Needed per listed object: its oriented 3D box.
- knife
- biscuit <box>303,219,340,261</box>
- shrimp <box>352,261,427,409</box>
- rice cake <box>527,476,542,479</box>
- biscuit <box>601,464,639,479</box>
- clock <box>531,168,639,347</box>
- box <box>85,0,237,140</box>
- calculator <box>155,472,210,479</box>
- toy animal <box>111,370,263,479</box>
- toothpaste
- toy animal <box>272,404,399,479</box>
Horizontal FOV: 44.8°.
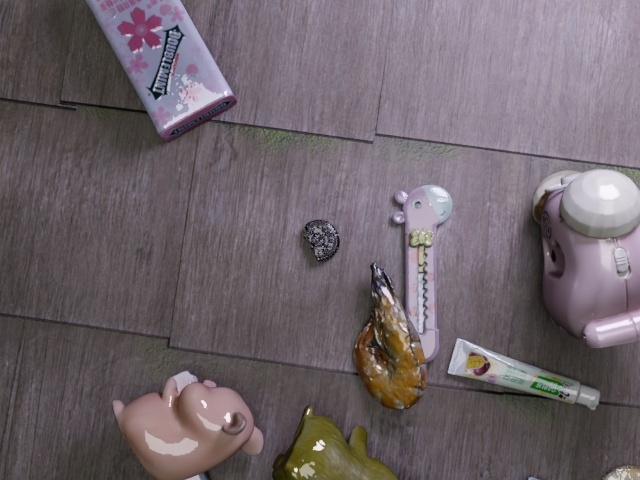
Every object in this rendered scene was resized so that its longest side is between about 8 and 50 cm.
[{"bbox_3d":[0.220,0.077,1.680,0.132,0.038,0.398,1,87,5],"label":"knife"},{"bbox_3d":[0.000,0.000,1.697,0.087,0.027,0.089,18,88,2],"label":"biscuit"},{"bbox_3d":[0.131,0.206,1.654,0.164,0.062,0.316,-17,83,26],"label":"shrimp"},{"bbox_3d":[0.446,0.625,1.569,0.081,0.051,0.290,-1,52,17],"label":"rice cake"},{"bbox_3d":[0.658,0.552,1.646,0.152,0.020,0.152,0,87,2],"label":"biscuit"},{"bbox_3d":[0.532,0.021,1.532,0.184,0.342,0.325,-9,95,-4],"label":"clock"},{"bbox_3d":[-0.351,-0.422,1.693,0.190,0.112,0.369,-30,87,-1],"label":"box"},{"bbox_3d":[-0.271,0.601,1.662,0.141,0.045,0.246,-26,86,1],"label":"calculator"},{"bbox_3d":[-0.274,0.382,1.617,0.256,0.195,0.212,-26,61,-1],"label":"toy animal"},{"bbox_3d":[0.434,0.290,1.658,0.315,0.056,0.058,16,47,6],"label":"toothpaste"},{"bbox_3d":[0.071,0.502,1.608,0.363,0.180,0.181,31,95,-19],"label":"toy animal"}]
